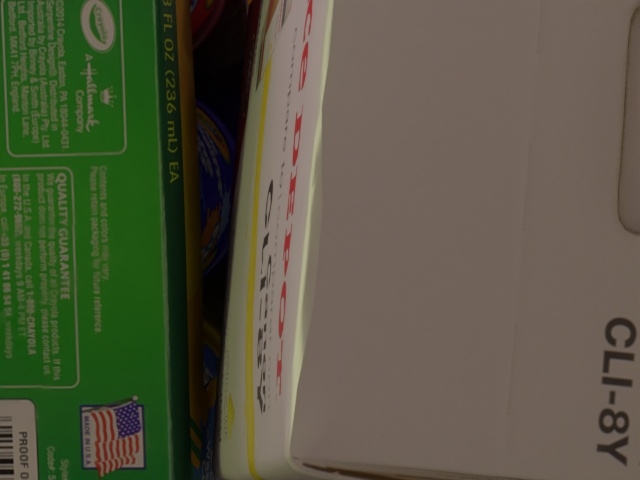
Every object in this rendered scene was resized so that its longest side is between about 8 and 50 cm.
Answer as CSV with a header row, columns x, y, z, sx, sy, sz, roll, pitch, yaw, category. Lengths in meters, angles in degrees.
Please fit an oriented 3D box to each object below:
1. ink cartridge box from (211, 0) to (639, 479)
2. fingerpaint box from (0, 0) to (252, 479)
x,y,z,sx,sy,sz,roll,pitch,yaw,category
0.050,-0.024,0.767,0.384,0.160,0.279,135,140,-79,ink cartridge box
-0.127,-0.031,1.041,0.371,0.163,0.445,-28,-64,-83,fingerpaint box
